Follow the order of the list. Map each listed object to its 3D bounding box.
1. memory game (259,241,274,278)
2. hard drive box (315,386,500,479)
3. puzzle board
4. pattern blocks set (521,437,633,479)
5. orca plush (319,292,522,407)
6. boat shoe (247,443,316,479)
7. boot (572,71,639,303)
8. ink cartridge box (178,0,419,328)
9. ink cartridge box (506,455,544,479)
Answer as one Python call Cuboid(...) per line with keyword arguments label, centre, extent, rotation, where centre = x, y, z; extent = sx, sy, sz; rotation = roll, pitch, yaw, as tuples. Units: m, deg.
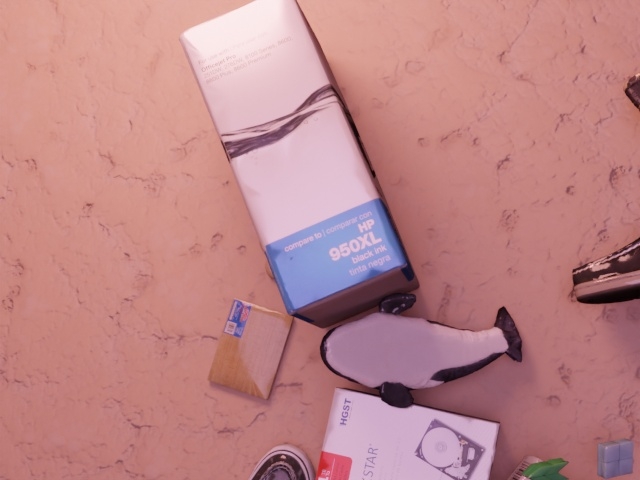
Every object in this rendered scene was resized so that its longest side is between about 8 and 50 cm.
Cuboid(label="memory game", centre=(0.000, 0.000, 1.643), extent=(0.186, 0.012, 0.186), rotation=(-1, 83, 10))
Cuboid(label="hard drive box", centre=(0.118, 0.315, 1.545), extent=(0.232, 0.089, 0.181), rotation=(10, 84, 11))
Cuboid(label="puzzle board", centre=(-0.102, 0.159, 1.641), extent=(0.096, 0.011, 0.128), rotation=(17, 85, 12))
Cuboid(label="pattern blocks set", centre=(0.337, 0.427, 1.449), extent=(0.285, 0.026, 0.325), rotation=(-17, 104, -20))
Cuboid(label="orca plush", centre=(0.128, 0.141, 1.554), extent=(0.287, 0.102, 0.151), rotation=(-17, 91, -17))
Cuboid(label="boat shoe", centre=(-0.092, 0.435, 1.556), extent=(0.113, 0.105, 0.306), rotation=(23, 87, 12))
Cuboid(label="boot", centre=(0.482, -0.092, 1.510), extent=(0.377, 0.138, 0.284), rotation=(-23, 77, 10))
Cuboid(label="ink cartridge box", centre=(-0.020, -0.099, 1.506), extent=(0.166, 0.285, 0.395), rotation=(-23, 80, 5))
Cuboid(label="ink cartridge box", centre=(0.306, 0.426, 1.466), extent=(0.232, 0.066, 0.189), rotation=(40, 81, -3))
